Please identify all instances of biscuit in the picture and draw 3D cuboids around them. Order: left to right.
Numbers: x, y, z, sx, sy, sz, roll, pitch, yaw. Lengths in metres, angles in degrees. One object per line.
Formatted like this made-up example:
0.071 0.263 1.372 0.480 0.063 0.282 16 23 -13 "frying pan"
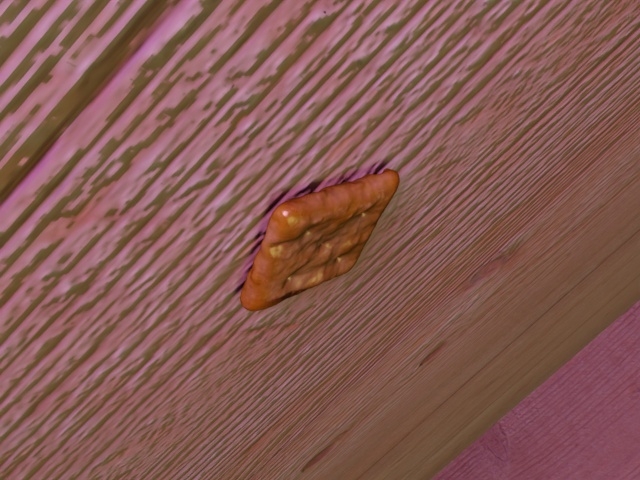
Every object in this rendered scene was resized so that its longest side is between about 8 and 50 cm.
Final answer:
0.000 0.000 0.384 0.083 0.018 0.081 -20 149 -38 "biscuit"
